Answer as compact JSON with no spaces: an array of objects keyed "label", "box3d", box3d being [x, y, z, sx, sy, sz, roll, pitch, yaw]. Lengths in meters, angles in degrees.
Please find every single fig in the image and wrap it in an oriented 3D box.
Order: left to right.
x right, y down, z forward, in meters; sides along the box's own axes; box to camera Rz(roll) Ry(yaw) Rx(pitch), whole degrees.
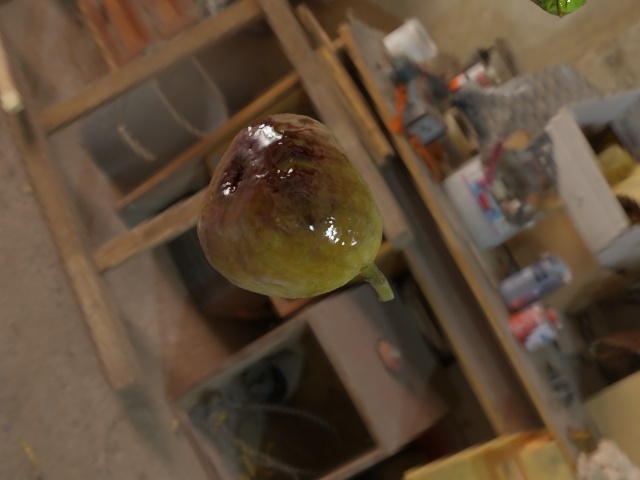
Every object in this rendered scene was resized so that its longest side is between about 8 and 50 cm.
[{"label":"fig","box3d":[0.000,0.000,1.161,0.257,0.159,0.159,41,29,-48]}]

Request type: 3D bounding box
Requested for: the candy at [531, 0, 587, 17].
[{"label":"candy","box3d":[0.285,-0.355,1.438,0.262,0.073,0.077,92,-23,-55]}]
